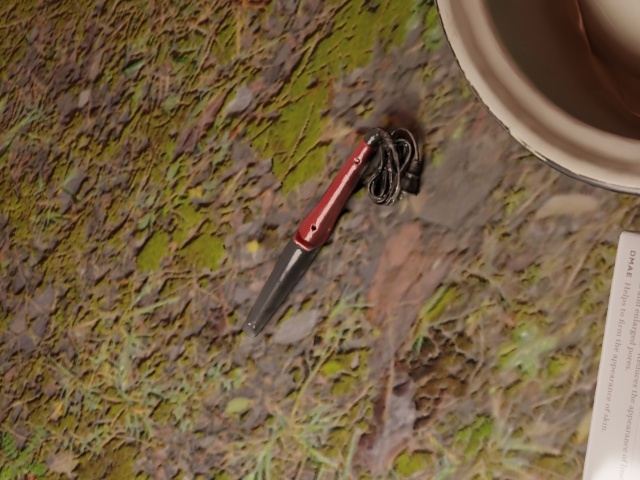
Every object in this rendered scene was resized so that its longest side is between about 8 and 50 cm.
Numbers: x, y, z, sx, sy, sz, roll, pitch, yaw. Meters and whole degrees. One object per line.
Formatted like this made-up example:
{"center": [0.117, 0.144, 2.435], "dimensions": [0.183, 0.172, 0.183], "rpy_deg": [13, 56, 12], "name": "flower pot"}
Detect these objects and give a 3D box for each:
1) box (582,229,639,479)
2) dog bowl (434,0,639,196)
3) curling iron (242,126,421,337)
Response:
{"center": [0.273, 0.091, 0.865], "dimensions": [0.119, 0.181, 0.182], "rpy_deg": [13, 98, 44], "name": "box"}
{"center": [0.269, -0.229, 0.902], "dimensions": [0.408, 0.150, 0.408], "rpy_deg": [-2, 87, 44], "name": "dog bowl"}
{"center": [0.000, 0.000, 1.244], "dimensions": [0.274, 0.035, 0.068], "rpy_deg": [-48, 57, 33], "name": "curling iron"}
